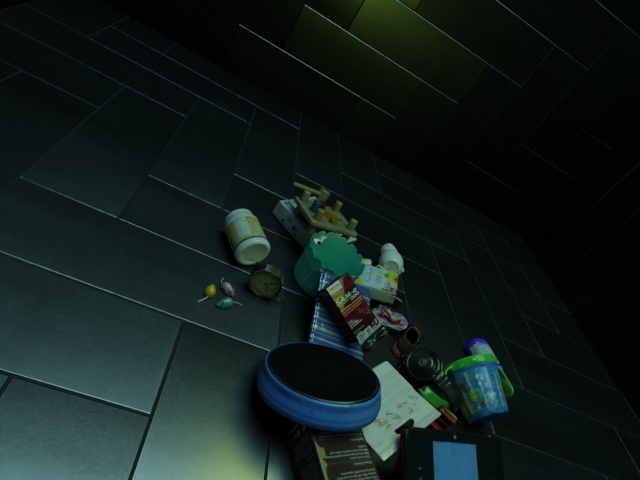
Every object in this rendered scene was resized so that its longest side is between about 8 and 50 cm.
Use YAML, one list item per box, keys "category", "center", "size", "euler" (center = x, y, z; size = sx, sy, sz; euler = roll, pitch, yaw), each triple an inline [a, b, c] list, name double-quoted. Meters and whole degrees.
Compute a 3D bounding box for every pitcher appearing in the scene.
- category: "pitcher"
  center: [0.382, 0.123, 2.287]
  size: [0.178, 0.125, 0.207]
  euler: [48, 18, -9]

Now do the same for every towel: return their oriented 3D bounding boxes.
- category: "towel"
  center: [0.073, 0.304, 1.667]
  size: [0.243, 0.040, 0.336]
  euler: [23, 62, -23]

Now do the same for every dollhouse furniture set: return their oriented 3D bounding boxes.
- category: "dollhouse furniture set"
  center: [0.356, 0.677, 1.467]
  size: [0.262, 0.135, 0.259]
  euler: [43, 31, 12]

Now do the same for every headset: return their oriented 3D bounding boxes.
- category: "headset"
  center: [0.342, 0.495, 1.637]
  size: [0.185, 0.243, 0.394]
  euler: [-35, 76, -20]

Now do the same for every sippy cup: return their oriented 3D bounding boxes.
- category: "sippy cup"
  center: [0.637, 0.608, 1.777]
  size: [0.240, 0.305, 0.224]
  euler: [68, 7, -55]

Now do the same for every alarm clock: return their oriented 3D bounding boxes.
- category: "alarm clock"
  center: [-0.193, 0.165, 1.651]
  size: [0.192, 0.129, 0.064]
  euler: [57, 21, -21]

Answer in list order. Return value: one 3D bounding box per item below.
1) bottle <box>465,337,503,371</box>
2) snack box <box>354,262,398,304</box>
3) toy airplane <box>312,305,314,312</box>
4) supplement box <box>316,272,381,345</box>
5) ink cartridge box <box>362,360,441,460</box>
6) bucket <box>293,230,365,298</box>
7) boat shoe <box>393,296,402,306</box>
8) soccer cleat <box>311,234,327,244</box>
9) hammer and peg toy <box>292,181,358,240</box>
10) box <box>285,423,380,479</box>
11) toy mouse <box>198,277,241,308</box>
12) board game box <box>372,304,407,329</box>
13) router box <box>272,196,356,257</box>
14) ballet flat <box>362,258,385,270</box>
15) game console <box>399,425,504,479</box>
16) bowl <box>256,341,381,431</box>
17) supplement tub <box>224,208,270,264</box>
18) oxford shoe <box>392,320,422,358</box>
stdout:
- category: "bottle"
  center: [0.788, 0.595, 2.048]
  size: [0.118, 0.092, 0.283]
  euler: [17, 35, -30]
- category: "snack box"
  center: [0.250, 0.195, 2.033]
  size: [0.206, 0.070, 0.174]
  euler: [15, 31, 5]
- category: "toy airplane"
  center: [0.032, 0.307, 1.759]
  size: [0.151, 0.028, 0.151]
  euler: [26, 31, -17]
- category: "supplement box"
  center: [0.107, 0.256, 1.638]
  size: [0.130, 0.073, 0.240]
  euler: [-33, 91, -36]
- category: "ink cartridge box"
  center: [0.203, 0.558, 1.441]
  size: [0.296, 0.066, 0.261]
  euler: [-16, 44, -38]
- category: "bucket"
  center: [0.032, 0.115, 1.874]
  size: [0.281, 0.183, 0.281]
  euler: [25, 33, -17]
- category: "boat shoe"
  center: [0.322, 0.264, 2.079]
  size: [0.152, 0.056, 0.049]
  euler: [26, 37, -15]
- category: "soccer cleat"
  center: [0.000, 0.000, 1.794]
  size: [0.083, 0.029, 0.036]
  euler: [-10, 62, -45]
- category: "hammer and peg toy"
  center: [-0.004, -0.137, 2.065]
  size: [0.265, 0.127, 0.361]
  euler: [15, 25, -32]
- category: "box"
  center: [0.058, 0.676, 1.176]
  size: [0.191, 0.143, 0.382]
  euler: [13, 36, -33]
- category: "toy mouse"
  center: [-0.336, 0.191, 1.551]
  size: [0.143, 0.031, 0.161]
  euler: [30, 31, -10]
- category: "board game box"
  center: [0.310, 0.333, 1.941]
  size: [0.168, 0.033, 0.133]
  euler: [16, 24, 3]
- category: "router box"
  center: [-0.024, -0.069, 2.167]
  size: [0.335, 0.082, 0.301]
  euler: [48, 33, 20]
- category: "ballet flat"
  center: [0.249, 0.138, 2.155]
  size: [0.248, 0.086, 0.086]
  euler: [32, 31, -6]
- category: "game console"
  center: [0.401, 0.753, 1.310]
  size: [0.386, 0.060, 0.342]
  euler: [15, 67, -22]
- category: "bowl"
  center: [0.001, 0.427, 1.347]
  size: [0.390, 0.077, 0.391]
  euler: [13, 11, -3]
- category: "supplement tub"
  center: [-0.299, -0.017, 1.763]
  size: [0.144, 0.144, 0.200]
  euler: [7, 41, -39]
- category: "oxford shoe"
  center: [0.404, 0.415, 1.909]
  size: [0.097, 0.098, 0.271]
  euler: [41, 31, 9]
